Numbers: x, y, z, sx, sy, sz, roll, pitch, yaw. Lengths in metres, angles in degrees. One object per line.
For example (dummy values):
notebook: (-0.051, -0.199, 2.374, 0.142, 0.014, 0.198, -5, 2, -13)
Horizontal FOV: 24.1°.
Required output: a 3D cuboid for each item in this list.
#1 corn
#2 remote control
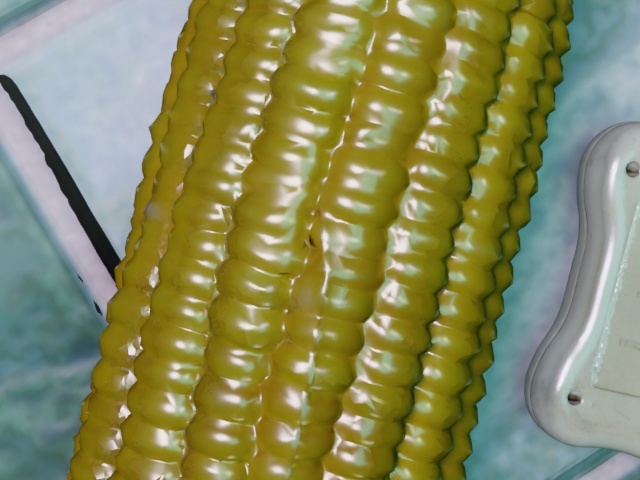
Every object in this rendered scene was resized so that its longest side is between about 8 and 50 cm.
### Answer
corn: (0.000, 0.000, 0.477, 0.131, 0.131, 0.344, 14, 90, -15)
remote control: (0.120, 0.019, 0.557, 0.074, 0.032, 0.122, 14, 91, -15)
